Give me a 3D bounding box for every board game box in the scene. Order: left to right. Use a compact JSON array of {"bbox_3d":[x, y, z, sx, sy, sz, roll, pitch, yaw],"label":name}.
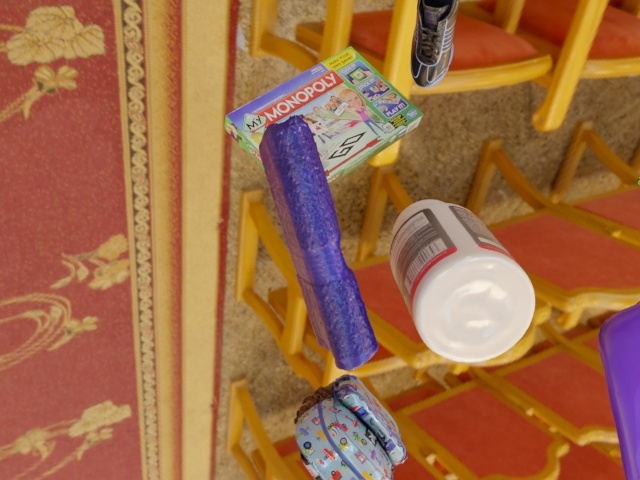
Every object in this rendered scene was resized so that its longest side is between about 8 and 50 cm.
[{"bbox_3d":[0.010,-0.224,1.278,0.317,0.213,0.046,-36,163,-25],"label":"board game box"}]

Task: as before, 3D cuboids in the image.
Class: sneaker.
[{"bbox_3d":[0.195,-0.370,1.183,0.090,0.081,0.232,-45,149,-51],"label":"sneaker"}]

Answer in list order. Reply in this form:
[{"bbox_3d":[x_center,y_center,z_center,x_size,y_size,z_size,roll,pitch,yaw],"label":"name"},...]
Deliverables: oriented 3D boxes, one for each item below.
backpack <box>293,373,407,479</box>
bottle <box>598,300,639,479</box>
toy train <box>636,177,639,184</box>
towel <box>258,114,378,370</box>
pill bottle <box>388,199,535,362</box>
[{"bbox_3d":[0.040,0.279,0.921,0.117,0.158,0.173,-39,180,4],"label":"backpack"},{"bbox_3d":[0.266,0.063,0.268,0.282,0.118,0.092,-12,168,20],"label":"bottle"},{"bbox_3d":[0.620,-0.100,1.237,0.017,0.083,0.024,12,105,-56],"label":"toy train"},{"bbox_3d":[0.000,0.000,0.885,0.076,0.227,0.308,-17,94,-8],"label":"towel"},{"bbox_3d":[0.207,0.043,1.096,0.176,0.318,0.177,-2,112,-4],"label":"pill bottle"}]
